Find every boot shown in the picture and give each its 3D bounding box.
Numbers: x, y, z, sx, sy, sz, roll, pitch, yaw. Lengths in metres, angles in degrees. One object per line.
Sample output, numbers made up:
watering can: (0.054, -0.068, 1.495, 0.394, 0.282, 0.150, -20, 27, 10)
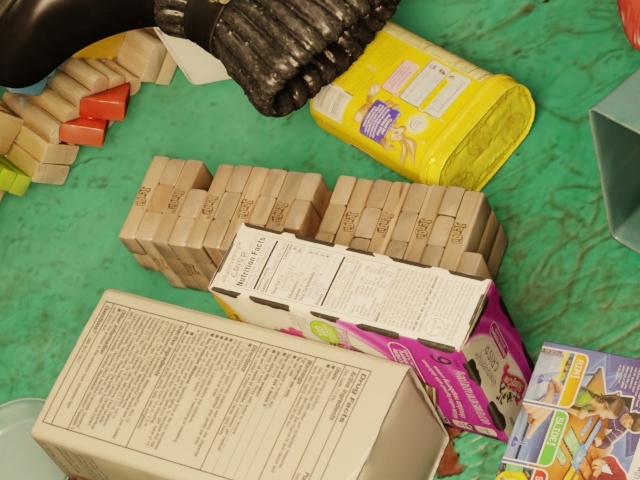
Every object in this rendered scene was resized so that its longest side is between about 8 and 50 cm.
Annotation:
boot: (-0.128, -0.192, 1.752, 0.348, 0.131, 0.260, -42, 84, 8)

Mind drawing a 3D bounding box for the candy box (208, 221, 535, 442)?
candy box: (0.044, 0.075, 1.611, 0.233, 0.159, 0.071, 13, 64, 29)

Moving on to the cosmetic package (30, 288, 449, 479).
cosmetic package: (-0.065, 0.159, 1.620, 0.296, 0.129, 0.153, 14, 64, 29)

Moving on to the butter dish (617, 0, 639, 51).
butter dish: (0.290, -0.230, 1.695, 0.118, 0.160, 0.160, 2, 58, 1)

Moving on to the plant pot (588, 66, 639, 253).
plant pot: (0.362, -0.093, 1.597, 0.165, 0.165, 0.234, 31, 65, 34)

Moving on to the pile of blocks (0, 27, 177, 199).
pile of blocks: (-0.265, -0.121, 1.869, 0.362, 0.149, 0.112, -47, 54, -12)

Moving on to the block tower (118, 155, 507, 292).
block tower: (0.000, 0.000, 1.720, 0.335, 0.091, 0.097, 9, 63, 26)

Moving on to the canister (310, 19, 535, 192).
canister: (0.088, -0.118, 1.772, 0.170, 0.073, 0.126, 33, 76, 36)

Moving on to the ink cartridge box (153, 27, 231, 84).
ink cartridge box: (-0.057, -0.281, 1.918, 0.172, 0.100, 0.237, -9, 55, 17)

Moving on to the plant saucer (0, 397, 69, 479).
plant saucer: (-0.264, 0.196, 1.743, 0.119, 0.021, 0.119, -10, 57, 16)

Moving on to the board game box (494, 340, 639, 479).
board game box: (0.210, 0.184, 1.551, 0.136, 0.035, 0.201, 11, 64, 27)
